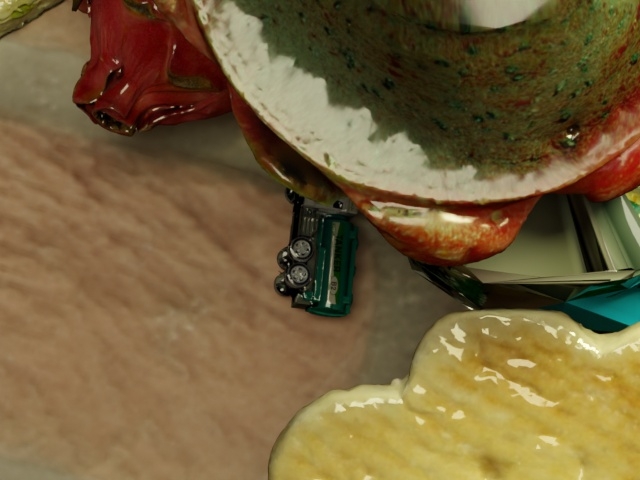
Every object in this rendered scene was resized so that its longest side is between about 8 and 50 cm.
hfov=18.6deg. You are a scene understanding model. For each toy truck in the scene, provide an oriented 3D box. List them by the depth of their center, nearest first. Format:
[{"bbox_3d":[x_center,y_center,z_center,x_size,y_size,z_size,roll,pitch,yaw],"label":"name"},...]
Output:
[{"bbox_3d":[0.000,0.000,1.082,0.044,0.039,0.083,9,78,-11],"label":"toy truck"}]

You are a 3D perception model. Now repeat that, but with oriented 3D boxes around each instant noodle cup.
[{"bbox_3d":[0.119,-0.062,1.013,0.240,0.178,0.240,-1,74,4],"label":"instant noodle cup"}]

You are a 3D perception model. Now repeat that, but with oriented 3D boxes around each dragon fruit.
[{"bbox_3d":[0.055,-0.139,0.886,0.268,0.130,0.295,-14,74,4],"label":"dragon fruit"},{"bbox_3d":[-0.068,-0.126,1.076,0.136,0.133,0.166,19,72,51],"label":"dragon fruit"}]

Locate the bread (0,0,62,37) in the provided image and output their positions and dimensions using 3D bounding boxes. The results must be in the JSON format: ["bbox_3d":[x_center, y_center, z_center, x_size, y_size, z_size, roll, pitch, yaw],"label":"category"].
[{"bbox_3d":[-0.190,-0.156,1.137,0.153,0.028,0.068,-31,74,-6],"label":"bread"}]

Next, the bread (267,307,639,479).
[{"bbox_3d":[0.116,0.177,0.981,0.316,0.054,0.316,1,100,7],"label":"bread"}]
